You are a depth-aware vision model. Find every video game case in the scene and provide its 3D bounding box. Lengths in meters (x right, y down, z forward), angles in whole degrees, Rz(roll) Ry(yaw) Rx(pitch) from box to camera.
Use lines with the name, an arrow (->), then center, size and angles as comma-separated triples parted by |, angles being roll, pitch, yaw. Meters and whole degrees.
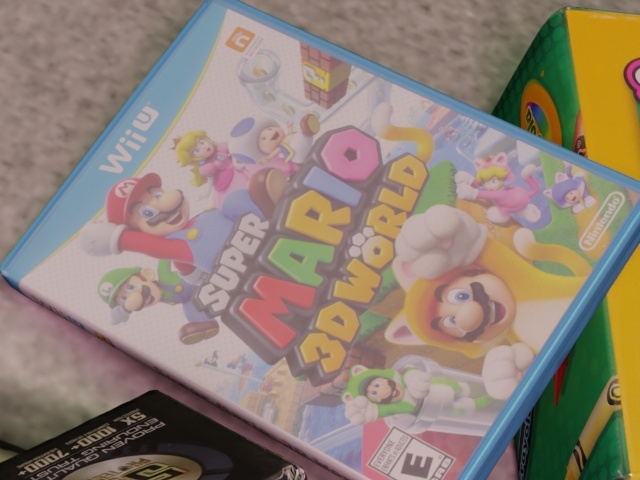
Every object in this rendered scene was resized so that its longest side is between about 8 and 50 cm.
video game case -> 0.000, 0.000, 0.565 | 0.166, 0.015, 0.119 | 27, 72, 26

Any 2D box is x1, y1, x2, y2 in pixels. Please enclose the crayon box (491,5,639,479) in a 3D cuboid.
crayon box -> 0.203, 0.023, 0.619 | 0.278, 0.081, 0.165 | 4, 60, -13

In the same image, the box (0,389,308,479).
box -> -0.079, 0.141, 0.433 | 0.180, 0.077, 0.147 | -23, 111, -26
